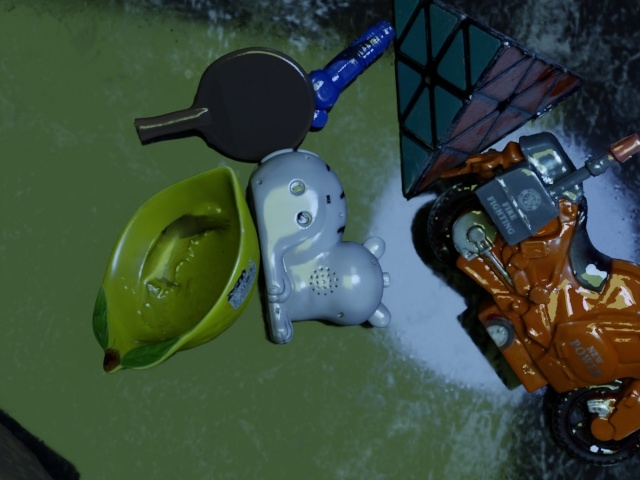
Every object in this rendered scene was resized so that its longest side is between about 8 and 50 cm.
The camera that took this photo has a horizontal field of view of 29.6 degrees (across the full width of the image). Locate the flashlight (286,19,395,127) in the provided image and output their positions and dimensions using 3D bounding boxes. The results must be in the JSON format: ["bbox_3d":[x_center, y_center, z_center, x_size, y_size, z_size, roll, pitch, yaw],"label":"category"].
[{"bbox_3d":[0.021,-0.164,1.150,0.121,0.035,0.057,-44,115,-11],"label":"flashlight"}]

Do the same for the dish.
[{"bbox_3d":[-0.114,0.037,1.077,0.149,0.080,0.207,31,89,40],"label":"dish"}]

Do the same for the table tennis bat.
[{"bbox_3d":[-0.088,-0.101,1.078,0.170,0.119,0.107,-12,112,5],"label":"table tennis bat"}]

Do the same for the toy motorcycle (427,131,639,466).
[{"bbox_3d":[0.251,0.040,1.102,0.221,0.148,0.325,-32,97,15],"label":"toy motorcycle"}]

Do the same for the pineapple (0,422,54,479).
[{"bbox_3d":[-0.359,0.313,1.016,0.169,0.169,0.340,34,90,-2],"label":"pineapple"}]

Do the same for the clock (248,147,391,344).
[{"bbox_3d":[0.000,0.000,1.109,0.117,0.080,0.176,-9,86,-8],"label":"clock"}]

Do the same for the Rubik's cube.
[{"bbox_3d":[0.142,-0.185,1.160,0.190,0.211,0.178,-15,63,-38],"label":"Rubik's cube"}]
